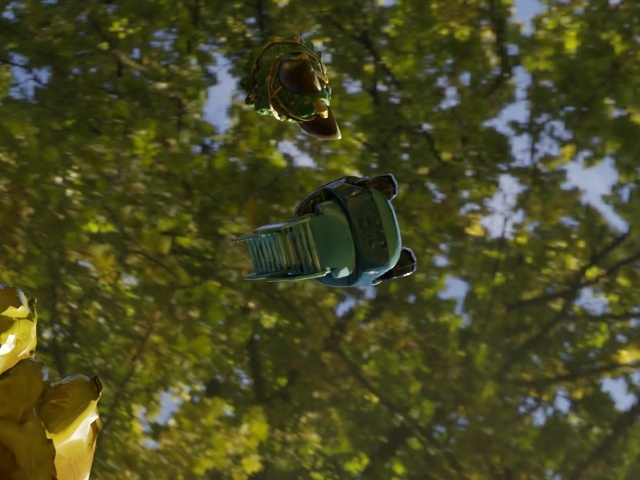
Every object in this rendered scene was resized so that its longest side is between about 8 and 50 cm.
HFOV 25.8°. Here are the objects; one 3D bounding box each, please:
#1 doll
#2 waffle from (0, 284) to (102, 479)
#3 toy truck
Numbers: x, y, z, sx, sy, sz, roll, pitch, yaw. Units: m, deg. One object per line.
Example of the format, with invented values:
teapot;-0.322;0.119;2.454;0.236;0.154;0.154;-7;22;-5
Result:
doll;-0.029;-0.122;1.172;0.077;0.113;0.078;-21;-60;6
waffle;-0.147;0.176;0.480;0.060;0.312;0.307;7;-126;-43
toy truck;0.000;0.000;0.801;0.074;0.136;0.063;-15;-89;-16
